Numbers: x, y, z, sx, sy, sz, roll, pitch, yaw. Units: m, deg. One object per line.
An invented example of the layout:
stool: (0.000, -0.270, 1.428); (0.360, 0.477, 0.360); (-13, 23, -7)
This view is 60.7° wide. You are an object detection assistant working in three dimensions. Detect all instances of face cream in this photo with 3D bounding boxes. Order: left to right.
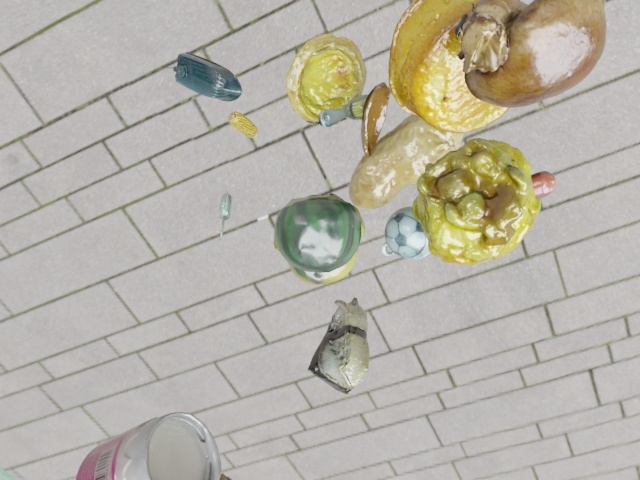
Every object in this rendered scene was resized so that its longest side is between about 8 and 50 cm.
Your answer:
face cream: (-0.299, 0.410, 0.953); (0.194, 0.175, 0.175); (-29, 116, 27)

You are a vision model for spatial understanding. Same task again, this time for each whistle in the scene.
whistle: (0.283, -0.041, 1.545); (0.163, 0.163, 0.289); (39, 123, -19)

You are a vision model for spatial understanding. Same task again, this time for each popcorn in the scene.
popcorn: (0.223, -0.055, 0.808); (0.197, 0.155, 0.198); (1, 93, 35)

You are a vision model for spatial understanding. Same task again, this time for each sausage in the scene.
sausage: (0.499, -0.122, 1.266); (0.094, 0.054, 0.059); (-24, 154, 25)

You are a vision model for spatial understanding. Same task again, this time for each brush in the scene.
brush: (0.101, -0.369, 1.548); (0.060, 0.297, 0.068); (0, 111, 38)

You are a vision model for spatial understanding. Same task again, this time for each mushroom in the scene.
mushroom: (0.392, -0.360, 1.027); (0.283, 0.195, 0.263); (-1, 167, -13)

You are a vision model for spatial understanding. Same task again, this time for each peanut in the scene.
peanut: (0.242, -0.229, 1.576); (0.387, 0.192, 0.169); (-37, 146, 15)

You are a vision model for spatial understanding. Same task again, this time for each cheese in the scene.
cheese: (-0.218, -0.063, 1.245); (0.026, 0.121, 0.067); (7, 144, -8)

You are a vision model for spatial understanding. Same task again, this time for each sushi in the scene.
sushi: (0.085, 0.264, 1.487); (0.134, 0.273, 0.109); (32, 149, -15)

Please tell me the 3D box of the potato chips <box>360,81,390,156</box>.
potato chips: (0.138, -0.329, 1.471); (0.049, 0.150, 0.202); (20, 140, 12)

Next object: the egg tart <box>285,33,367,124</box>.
egg tart: (0.014, -0.487, 1.655); (0.278, 0.095, 0.279); (-14, 128, -18)

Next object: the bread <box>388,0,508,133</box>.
bread: (0.343, -0.437, 1.307); (0.336, 0.204, 0.358); (-14, 135, -12)

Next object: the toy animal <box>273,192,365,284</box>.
toy animal: (0.000, 0.003, 1.239); (0.215, 0.338, 0.191); (-10, 83, 0)

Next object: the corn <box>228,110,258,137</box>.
corn: (-0.177, -0.265, 1.250); (0.037, 0.037, 0.092); (-27, 151, 19)

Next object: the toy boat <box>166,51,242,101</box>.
toy boat: (-0.302, -0.444, 1.500); (0.246, 0.103, 0.093); (29, 119, 28)

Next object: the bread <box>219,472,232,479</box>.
bread: (-0.188, 0.558, 1.171); (0.113, 0.060, 0.082); (31, 83, -28)

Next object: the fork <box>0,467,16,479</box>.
fork: (-0.449, 0.385, 0.826); (0.235, 0.021, 0.039); (37, 93, -2)
